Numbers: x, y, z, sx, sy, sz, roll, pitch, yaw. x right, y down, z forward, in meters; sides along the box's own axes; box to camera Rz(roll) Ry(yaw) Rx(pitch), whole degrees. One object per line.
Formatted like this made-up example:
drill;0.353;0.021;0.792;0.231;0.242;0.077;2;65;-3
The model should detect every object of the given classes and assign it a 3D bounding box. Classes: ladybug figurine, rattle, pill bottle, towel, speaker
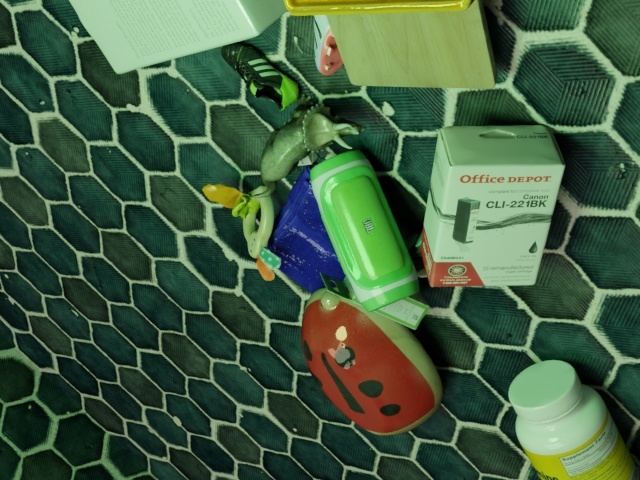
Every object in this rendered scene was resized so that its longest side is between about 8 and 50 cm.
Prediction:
ladybug figurine;0.097;0.281;2.136;0.305;0.162;0.449;3;138;42
rattle;-0.165;-0.020;2.055;0.142;0.200;0.130;13;161;-42
pill bottle;0.512;0.413;1.965;0.188;0.188;0.334;-9;120;42
towel;0.000;0.000;2.060;0.227;0.076;0.308;38;141;2
speaker;0.084;-0.019;1.861;0.131;0.131;0.297;-29;81;49

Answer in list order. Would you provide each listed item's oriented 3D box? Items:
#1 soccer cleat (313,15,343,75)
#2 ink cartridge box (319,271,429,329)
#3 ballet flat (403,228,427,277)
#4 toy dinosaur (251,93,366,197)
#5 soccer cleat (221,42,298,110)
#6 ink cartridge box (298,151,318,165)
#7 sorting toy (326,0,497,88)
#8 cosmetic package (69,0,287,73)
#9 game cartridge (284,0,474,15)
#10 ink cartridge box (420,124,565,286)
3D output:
soccer cleat;0.016;-0.403;1.678;0.095;0.083;0.248;43;147;30
ink cartridge box;0.110;0.099;1.978;0.209;0.109;0.062;24;105;-17
ballet flat;0.217;0.011;1.901;0.096;0.095;0.280;33;152;-8
toy dinosaur;-0.056;-0.181;1.841;0.313;0.160;0.121;-32;102;28
soccer cleat;-0.123;-0.317;1.858;0.179;0.072;0.060;35;140;6
ink cartridge box;-0.052;-0.178;1.968;0.083;0.028;0.048;-2;124;39
sorting toy;0.146;-0.367;1.550;0.255;0.089;0.257;6;146;24
cosmetic package;-0.256;-0.458;1.714;0.453;0.161;0.230;-1;128;47
game cartridge;0.142;-0.416;1.364;0.285;0.324;0.053;7;132;33
ink cartridge box;0.291;-0.056;1.676;0.197;0.114;0.273;-1;130;-5
